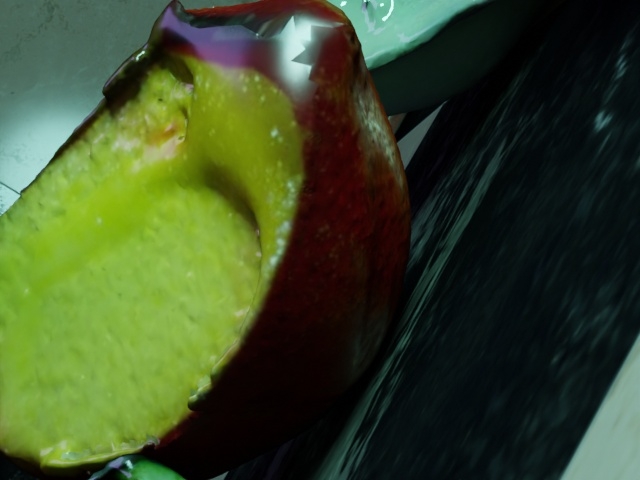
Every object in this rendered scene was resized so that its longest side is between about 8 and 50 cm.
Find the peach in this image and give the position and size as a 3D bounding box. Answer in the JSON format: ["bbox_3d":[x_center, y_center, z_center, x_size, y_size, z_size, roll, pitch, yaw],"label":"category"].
[{"bbox_3d":[-0.040,0.010,0.699,0.267,0.158,0.154,-46,-22,26],"label":"peach"}]

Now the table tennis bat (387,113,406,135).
[{"bbox_3d":[0.000,0.000,1.234,0.301,0.022,0.173,-59,3,-36],"label":"table tennis bat"}]

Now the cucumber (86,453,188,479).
[{"bbox_3d":[-0.097,0.186,0.659,0.193,0.086,0.115,-56,49,21],"label":"cucumber"}]

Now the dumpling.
[{"bbox_3d":[0.074,-0.150,0.827,0.216,0.105,0.149,-49,-3,-37],"label":"dumpling"}]
